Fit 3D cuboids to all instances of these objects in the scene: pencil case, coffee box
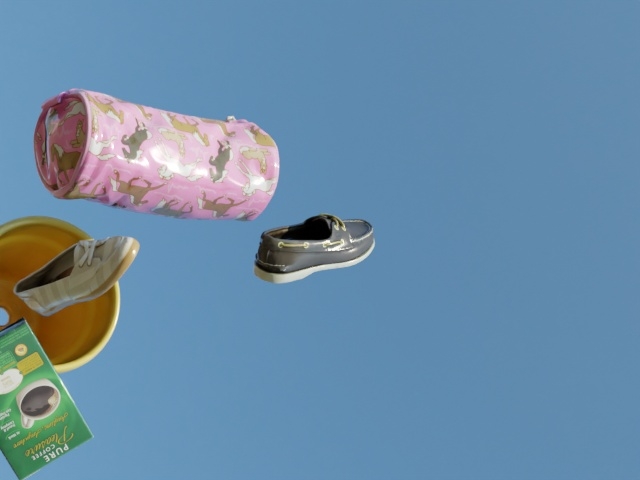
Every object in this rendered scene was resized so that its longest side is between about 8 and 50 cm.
[{"bbox_3d":[-0.250,-0.128,1.662,0.160,0.386,0.167,-57,-130,26],"label":"pencil case"},{"bbox_3d":[-0.389,0.207,1.392,0.184,0.113,0.040,63,-16,-16],"label":"coffee box"}]

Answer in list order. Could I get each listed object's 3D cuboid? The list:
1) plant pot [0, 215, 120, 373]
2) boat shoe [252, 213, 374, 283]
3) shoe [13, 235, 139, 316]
[{"bbox_3d":[-0.494,0.108,1.754,0.239,0.254,0.254,-21,-93,51],"label":"plant pot"},{"bbox_3d":[0.000,0.000,1.558,0.081,0.228,0.068,29,-57,36],"label":"boat shoe"},{"bbox_3d":[-0.338,0.045,1.471,0.219,0.076,0.058,-27,-52,31],"label":"shoe"}]
